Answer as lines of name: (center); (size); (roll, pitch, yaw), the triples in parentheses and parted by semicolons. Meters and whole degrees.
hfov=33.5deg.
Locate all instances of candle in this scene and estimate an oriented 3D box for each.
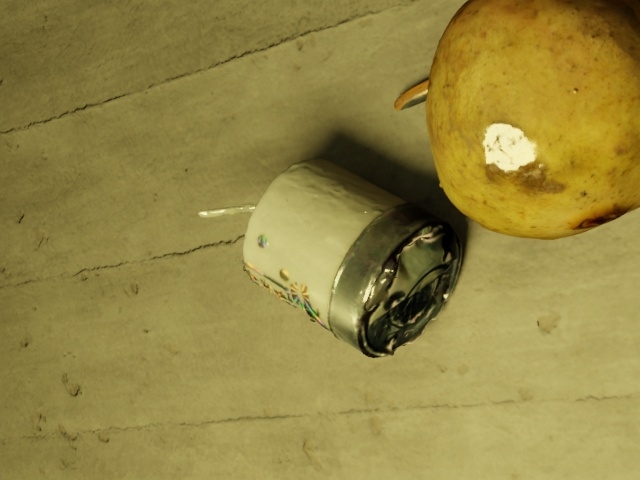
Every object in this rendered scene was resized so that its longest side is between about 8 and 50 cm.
candle: (0.000, 0.000, 1.283); (0.330, 0.187, 0.187); (30, 108, 32)

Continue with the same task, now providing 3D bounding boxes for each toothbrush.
toothbrush: (0.209, -0.224, 1.221); (0.321, 0.031, 0.023); (-25, 48, 33)

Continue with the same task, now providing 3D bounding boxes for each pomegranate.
pomegranate: (0.232, -0.131, 1.060); (0.281, 0.281, 0.281); (1, 92, 36)
